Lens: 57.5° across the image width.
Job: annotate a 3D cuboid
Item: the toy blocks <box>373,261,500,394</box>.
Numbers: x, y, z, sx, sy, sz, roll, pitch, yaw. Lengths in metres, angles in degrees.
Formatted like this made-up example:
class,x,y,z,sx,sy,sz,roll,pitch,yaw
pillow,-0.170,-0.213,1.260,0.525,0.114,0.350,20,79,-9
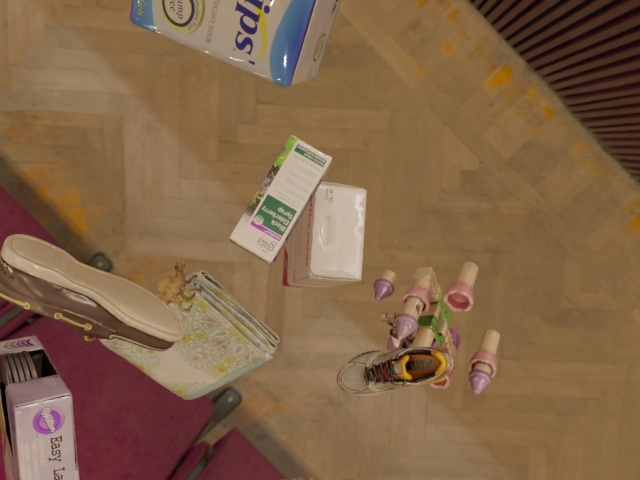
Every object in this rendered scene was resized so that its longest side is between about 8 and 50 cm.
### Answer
class,x,y,z,sx,sy,sz,roll,pitch,yaw
toy blocks,0.241,0.241,1.399,0.309,0.260,0.288,-6,124,33

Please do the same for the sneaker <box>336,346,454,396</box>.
class,x,y,z,sx,sy,sz,roll,pitch,yaw
sneaker,0.138,0.240,1.106,0.225,0.093,0.088,-15,72,10

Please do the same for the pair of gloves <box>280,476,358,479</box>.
class,x,y,z,sx,sy,sz,roll,pitch,yaw
pair of gloves,-0.016,0.606,1.273,0.240,0.204,0.042,-1,117,19

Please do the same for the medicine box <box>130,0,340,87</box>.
class,x,y,z,sx,sy,sz,roll,pitch,yaw
medicine box,-0.113,-0.416,0.890,0.289,0.149,0.263,25,118,9

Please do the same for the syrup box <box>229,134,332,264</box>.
class,x,y,z,sx,sy,sz,roll,pitch,yaw
syrup box,-0.077,-0.075,1.145,0.093,0.096,0.237,30,83,0

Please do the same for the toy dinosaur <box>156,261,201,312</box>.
class,x,y,z,sx,sy,sz,roll,pitch,yaw
toy dinosaur,-0.326,0.120,1.297,0.093,0.053,0.183,29,108,-19

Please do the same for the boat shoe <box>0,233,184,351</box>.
class,x,y,z,sx,sy,sz,roll,pitch,yaw
boat shoe,-0.389,0.109,0.984,0.324,0.116,0.096,31,104,-21

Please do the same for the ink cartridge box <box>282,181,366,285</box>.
class,x,y,z,sx,sy,sz,roll,pitch,yaw
ink cartridge box,0.000,0.000,1.451,0.131,0.306,0.226,6,82,-17

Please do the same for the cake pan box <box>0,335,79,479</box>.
class,x,y,z,sx,sy,sz,roll,pitch,yaw
cake pan box,-0.371,0.275,0.760,0.070,0.246,0.267,-7,104,-35

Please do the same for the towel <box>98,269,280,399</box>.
class,x,y,z,sx,sy,sz,roll,pitch,yaw
towel,-0.338,0.260,1.530,0.374,0.090,0.320,-31,119,23
